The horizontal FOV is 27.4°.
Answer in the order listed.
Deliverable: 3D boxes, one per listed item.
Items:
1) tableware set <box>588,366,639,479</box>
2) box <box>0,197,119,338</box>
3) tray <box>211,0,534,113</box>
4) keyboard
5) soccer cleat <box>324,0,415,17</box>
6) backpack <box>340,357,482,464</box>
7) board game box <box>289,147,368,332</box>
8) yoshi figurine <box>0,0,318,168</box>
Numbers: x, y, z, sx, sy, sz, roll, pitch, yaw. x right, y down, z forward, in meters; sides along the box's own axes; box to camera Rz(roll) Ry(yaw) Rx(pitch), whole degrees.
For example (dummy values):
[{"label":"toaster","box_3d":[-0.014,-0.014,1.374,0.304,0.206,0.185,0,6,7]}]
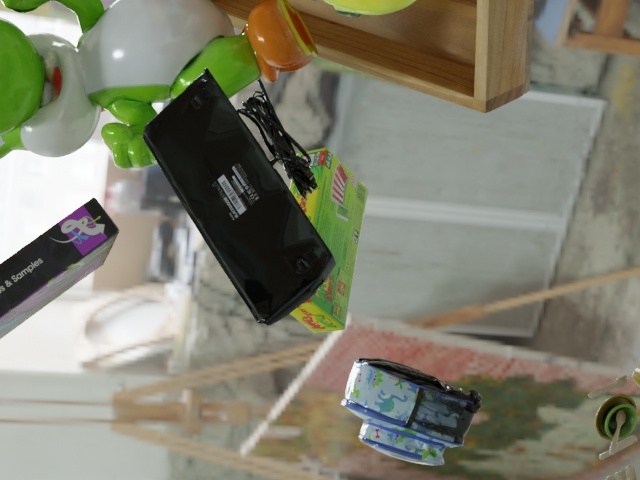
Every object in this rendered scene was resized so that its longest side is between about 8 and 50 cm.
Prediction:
[{"label":"tableware set","box_3d":[0.321,0.194,1.284,0.024,0.104,0.154,34,144,61]},{"label":"box","box_3d":[-0.195,0.042,0.774,0.029,0.162,0.116,53,163,0]},{"label":"tray","box_3d":[0.023,-0.279,1.262,0.411,0.076,0.203,24,129,38]},{"label":"keyboard","box_3d":[-0.046,-0.037,0.936,0.100,0.038,0.192,-39,65,14]},{"label":"soccer cleat","box_3d":[-0.015,-0.271,0.897,0.121,0.093,0.289,85,160,-59]},{"label":"backpack","box_3d":[0.076,0.158,1.210,0.105,0.114,0.084,142,151,-84]},{"label":"board game box","box_3d":[0.000,0.000,1.446,0.043,0.092,0.181,-10,56,33]},{"label":"yoshi figurine","box_3d":[-0.201,-0.165,1.154,0.203,0.362,0.203,-94,-22,-52]}]
